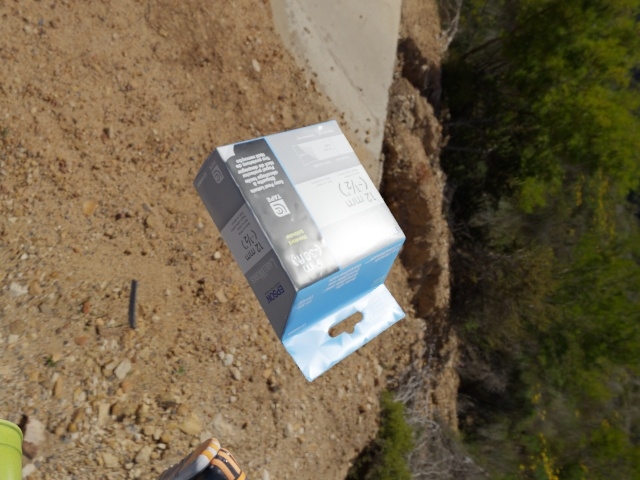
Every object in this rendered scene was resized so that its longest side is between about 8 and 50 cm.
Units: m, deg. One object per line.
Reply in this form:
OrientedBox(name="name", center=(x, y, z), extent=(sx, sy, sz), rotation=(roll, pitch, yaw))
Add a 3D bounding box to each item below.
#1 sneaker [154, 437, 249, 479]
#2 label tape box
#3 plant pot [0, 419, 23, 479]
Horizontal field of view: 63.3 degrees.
OrientedBox(name="sneaker", center=(-0.284, 0.587, 1.151), extent=(0.180, 0.321, 0.124), rotation=(49, 26, -3))
OrientedBox(name="label tape box", center=(0.000, 0.000, 0.808), extent=(0.249, 0.115, 0.347), rotation=(-23, 78, -41))
OrientedBox(name="plant pot", center=(-0.981, 0.741, 1.398), extent=(0.367, 0.366, 0.353), rotation=(3, 40, -43))
